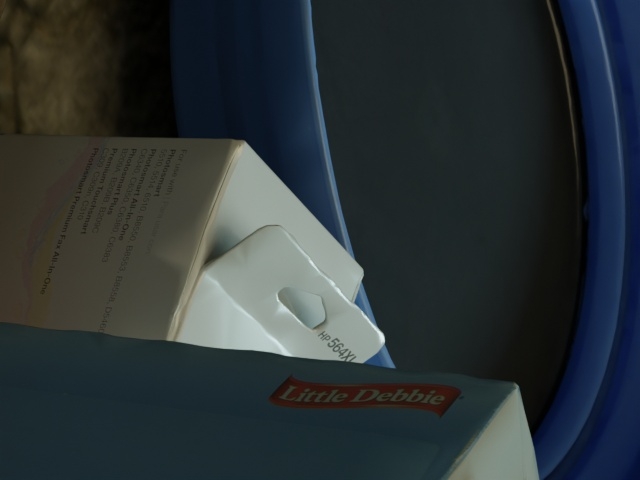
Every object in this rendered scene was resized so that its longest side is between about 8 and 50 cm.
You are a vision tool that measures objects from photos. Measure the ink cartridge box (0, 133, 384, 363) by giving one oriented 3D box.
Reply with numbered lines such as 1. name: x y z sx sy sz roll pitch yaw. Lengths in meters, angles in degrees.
1. ink cartridge box: -0.061 0.025 0.628 0.092 0.143 0.090 45 56 -49

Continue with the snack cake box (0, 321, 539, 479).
1. snack cake box: -0.067 0.109 0.514 0.089 0.264 0.152 -45 129 -45

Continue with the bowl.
1. bowl: 0.070 -0.058 0.838 0.391 0.077 0.391 19 67 -55

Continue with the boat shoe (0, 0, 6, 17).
1. boat shoe: -0.173 0.005 0.473 0.324 0.120 0.122 -52 134 -41
